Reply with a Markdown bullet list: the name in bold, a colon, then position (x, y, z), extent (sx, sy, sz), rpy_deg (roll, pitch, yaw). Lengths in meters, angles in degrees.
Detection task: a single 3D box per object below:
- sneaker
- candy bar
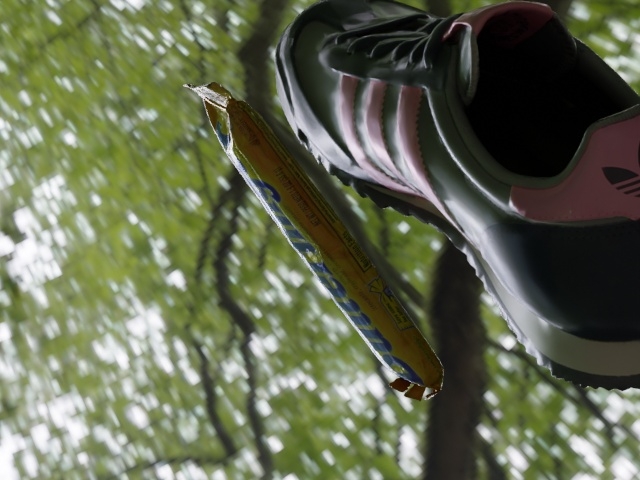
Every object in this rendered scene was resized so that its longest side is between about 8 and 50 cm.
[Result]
- **sneaker**: position (0.073, -0.068, 0.871), extent (0.112, 0.319, 0.131), rpy_deg (-25, -52, -20)
- **candy bar**: position (0.000, 0.000, 0.774), extent (0.018, 0.040, 0.161), rpy_deg (-39, -78, -15)
